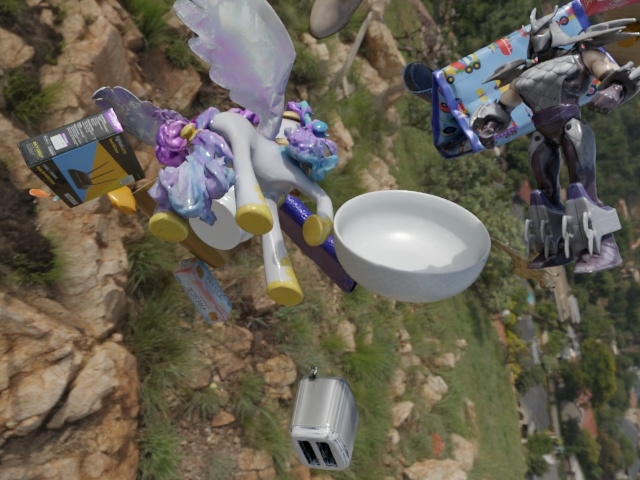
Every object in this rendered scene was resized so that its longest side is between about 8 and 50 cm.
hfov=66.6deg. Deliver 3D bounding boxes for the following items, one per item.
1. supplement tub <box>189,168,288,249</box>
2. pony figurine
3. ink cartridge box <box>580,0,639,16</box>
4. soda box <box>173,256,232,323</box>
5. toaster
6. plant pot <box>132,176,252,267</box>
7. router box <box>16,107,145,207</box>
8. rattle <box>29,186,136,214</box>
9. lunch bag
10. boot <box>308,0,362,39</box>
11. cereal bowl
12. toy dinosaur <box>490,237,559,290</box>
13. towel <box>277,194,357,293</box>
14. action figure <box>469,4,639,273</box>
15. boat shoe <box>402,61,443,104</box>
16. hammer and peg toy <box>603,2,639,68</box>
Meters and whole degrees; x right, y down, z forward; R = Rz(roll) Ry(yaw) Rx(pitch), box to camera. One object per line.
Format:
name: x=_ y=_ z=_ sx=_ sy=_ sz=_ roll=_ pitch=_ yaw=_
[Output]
supplement tub: x=-0.169 y=-0.085 z=1.022 sx=0.144 sy=0.145 sz=0.199 roll=61 pitch=38 yaw=-20
pony figurine: x=-0.119 y=-0.135 z=0.682 sx=0.351 sy=0.303 sz=0.363 roll=34 pitch=37 yaw=-32
ink cartridge box: x=0.490 y=-0.435 z=0.682 sx=0.237 sy=0.172 sz=0.100 roll=6 pitch=72 yaw=-81
soda box: x=-0.301 y=0.130 z=1.259 sx=0.063 sy=0.058 sz=0.183 roll=-71 pitch=143 yaw=-52
toaster: x=0.009 y=0.402 z=1.077 sx=0.146 sy=0.129 sz=0.226 roll=-75 pitch=157 yaw=-48
plant pot: x=-0.285 y=-0.066 z=1.174 sx=0.254 sy=0.237 sz=0.237 roll=59 pitch=40 yaw=-16
router box: x=-0.354 y=-0.120 z=0.745 sx=0.133 sy=0.179 sz=0.046 roll=-27 pitch=82 yaw=-15
rattle: x=-0.460 y=-0.077 z=0.951 sx=0.130 sy=0.200 sz=0.142 roll=-19 pitch=85 yaw=-87
lunch bag: x=0.308 y=-0.218 z=0.811 sx=0.138 sy=0.221 sz=0.293 roll=65 pitch=7 yaw=8
boot: x=0.037 y=-0.255 z=0.465 sx=0.042 sy=0.087 sz=0.118 roll=35 pitch=77 yaw=-18
cereal bowl: x=0.193 y=0.025 z=1.095 sx=0.339 sy=0.339 sz=0.141 roll=-48 pitch=150 yaw=-48
toy dinosaur: x=0.455 y=0.044 z=1.069 sx=0.183 sy=0.092 sz=0.053 roll=42 pitch=45 yaw=6
towel: x=0.000 y=0.000 z=1.350 sx=0.076 sy=0.227 sz=0.308 roll=-42 pitch=75 yaw=-15
action figure: x=0.257 y=-0.111 z=0.525 sx=0.099 sy=0.185 sz=0.284 roll=-10 pitch=92 yaw=-26
boat shoe: x=0.347 y=-0.451 z=1.426 sx=0.258 sy=0.089 sz=0.108 roll=11 pitch=101 yaw=-41
hammer and peg toy: x=0.708 y=-0.369 z=0.885 sx=0.127 sy=0.361 sz=0.265 roll=-45 pitch=138 yaw=-22
